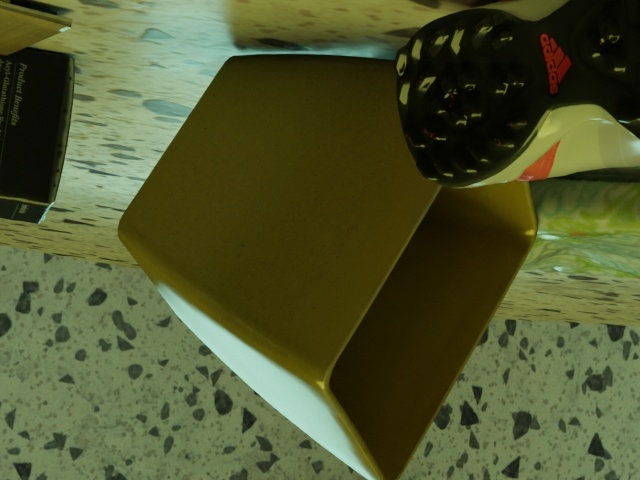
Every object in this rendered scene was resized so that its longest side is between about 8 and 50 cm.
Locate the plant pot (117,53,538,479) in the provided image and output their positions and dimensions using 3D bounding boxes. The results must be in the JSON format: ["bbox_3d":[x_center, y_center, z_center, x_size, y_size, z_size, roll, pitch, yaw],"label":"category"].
[{"bbox_3d":[0.000,0.000,0.972,0.187,0.212,0.212,25,163,23],"label":"plant pot"}]

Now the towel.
[{"bbox_3d":[0.250,-0.016,1.165,0.374,0.090,0.320,3,174,35],"label":"towel"}]

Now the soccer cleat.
[{"bbox_3d":[0.157,-0.082,0.668,0.116,0.109,0.318,-13,-177,-29],"label":"soccer cleat"}]

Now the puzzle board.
[{"bbox_3d":[-0.221,-0.139,0.946,0.096,0.011,0.128,12,172,-28],"label":"puzzle board"}]

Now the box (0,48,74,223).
[{"bbox_3d":[-0.287,-0.084,1.089,0.207,0.108,0.153,8,174,-14],"label":"box"}]
